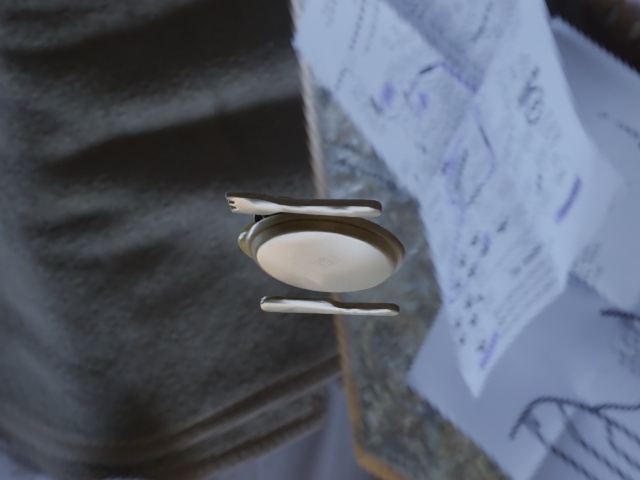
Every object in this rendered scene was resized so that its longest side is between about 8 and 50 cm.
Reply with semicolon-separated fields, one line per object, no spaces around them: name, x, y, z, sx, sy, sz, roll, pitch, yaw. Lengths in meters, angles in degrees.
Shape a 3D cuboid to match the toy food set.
toy food set;0.000;0.000;1.155;0.192;0.132;0.038;78;-164;-62
